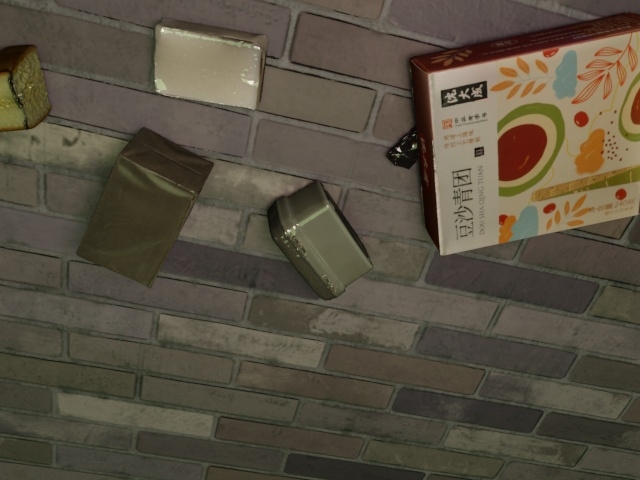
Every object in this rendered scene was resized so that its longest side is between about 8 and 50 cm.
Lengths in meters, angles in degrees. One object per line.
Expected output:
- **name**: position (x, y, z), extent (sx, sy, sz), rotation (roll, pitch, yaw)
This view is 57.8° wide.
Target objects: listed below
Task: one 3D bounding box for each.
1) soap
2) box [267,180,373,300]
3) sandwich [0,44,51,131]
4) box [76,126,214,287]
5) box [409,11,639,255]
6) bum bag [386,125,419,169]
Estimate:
- **soap**: position (-0.187, -0.300, 0.989), extent (0.183, 0.063, 0.121), rotation (8, 121, -6)
- **box**: position (0.000, 0.000, 1.130), extent (0.129, 0.148, 0.210), rotation (-32, 119, 8)
- **sandwich**: position (-0.594, -0.247, 0.980), extent (0.236, 0.128, 0.122), rotation (-4, 125, 2)
- **box**: position (-0.323, -0.063, 1.081), extent (0.149, 0.155, 0.231), rotation (28, 118, -14)
- **box**: position (0.371, -0.179, 1.018), extent (0.386, 0.122, 0.344), rotation (-12, 121, 0)
- **bum bag**: position (0.181, -0.186, 1.082), extent (0.058, 0.034, 0.124), rotation (39, 110, -23)
